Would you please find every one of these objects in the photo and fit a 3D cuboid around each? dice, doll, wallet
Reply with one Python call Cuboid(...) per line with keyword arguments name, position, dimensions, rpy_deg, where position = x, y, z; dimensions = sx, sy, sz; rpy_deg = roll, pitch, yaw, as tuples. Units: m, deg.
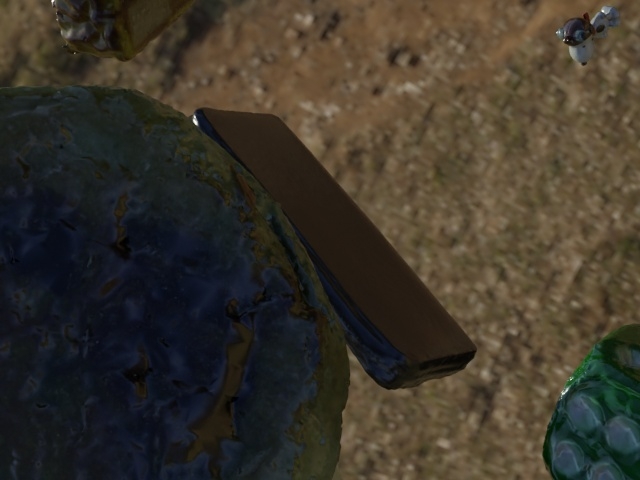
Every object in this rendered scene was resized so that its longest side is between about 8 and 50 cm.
Cuboid(name="dice", position=(0.258, 0.150, 1.316), dimensions=(0.128, 0.120, 0.131), rpy_deg=(33, 121, 25))
Cuboid(name="doll", position=(0.303, -0.237, 1.880), dimensions=(0.040, 0.058, 0.085), rpy_deg=(22, 64, 43))
Cuboid(name="wallet", position=(0.000, 0.000, 1.147), dimensions=(0.044, 0.149, 0.250), rpy_deg=(-45, 75, 17))

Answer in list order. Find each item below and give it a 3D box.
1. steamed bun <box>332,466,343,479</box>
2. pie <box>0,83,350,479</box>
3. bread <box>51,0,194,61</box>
Cuboid(name="steamed bun", position=(-0.107, 0.320, 1.562), dimensions=(0.456, 0.290, 0.371), rpy_deg=(60, 166, 7))
Cuboid(name="pie", position=(-0.136, 0.068, 0.866), dimensions=(0.323, 0.070, 0.323), rpy_deg=(-1, 73, 3))
Cuboid(name="bread", position=(-0.216, -0.305, 1.890), dimensions=(0.096, 0.181, 0.222), rpy_deg=(11, 37, 22))
